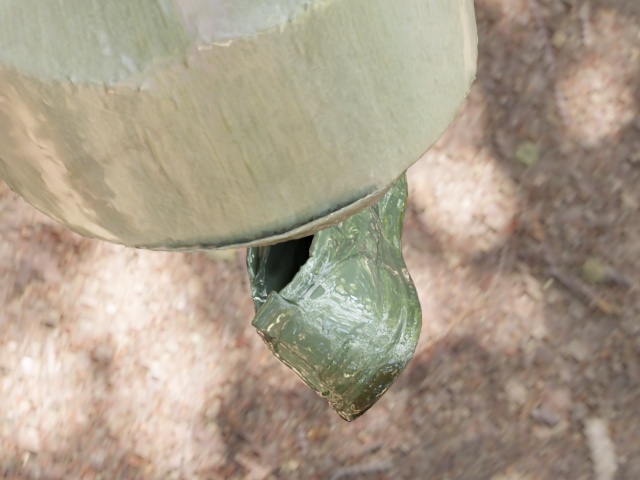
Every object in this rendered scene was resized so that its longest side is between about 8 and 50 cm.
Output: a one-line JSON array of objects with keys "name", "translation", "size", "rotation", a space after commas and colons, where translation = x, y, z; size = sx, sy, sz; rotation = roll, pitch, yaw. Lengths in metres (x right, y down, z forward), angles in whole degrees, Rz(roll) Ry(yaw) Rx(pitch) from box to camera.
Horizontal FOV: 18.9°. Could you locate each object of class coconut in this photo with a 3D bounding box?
[{"name": "coconut", "translation": [-0.048, -0.116, 0.703], "size": [0.224, 0.234, 0.224], "rotation": [-10, 39, 8]}]

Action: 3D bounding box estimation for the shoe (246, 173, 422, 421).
[{"name": "shoe", "translation": [0.000, 0.000, 1.240], "size": [0.098, 0.103, 0.275], "rotation": [32, 23, -21]}]
